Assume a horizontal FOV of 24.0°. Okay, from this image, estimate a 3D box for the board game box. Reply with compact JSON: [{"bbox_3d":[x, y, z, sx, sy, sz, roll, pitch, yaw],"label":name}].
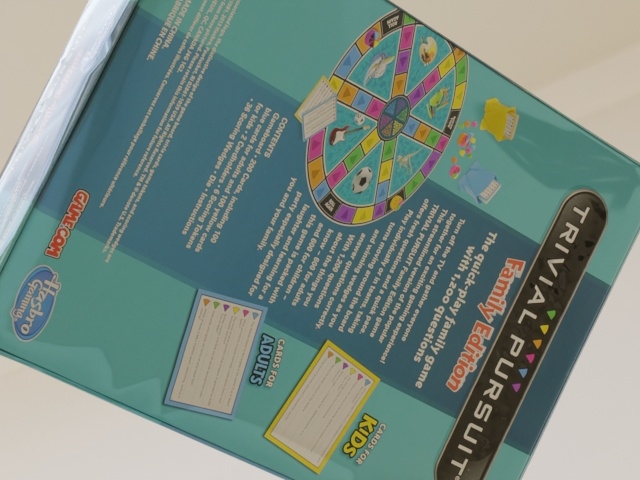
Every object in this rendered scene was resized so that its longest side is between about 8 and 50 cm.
[{"bbox_3d":[0.000,0.000,0.823,0.253,0.336,0.079,-63,-152,-4],"label":"board game box"}]
